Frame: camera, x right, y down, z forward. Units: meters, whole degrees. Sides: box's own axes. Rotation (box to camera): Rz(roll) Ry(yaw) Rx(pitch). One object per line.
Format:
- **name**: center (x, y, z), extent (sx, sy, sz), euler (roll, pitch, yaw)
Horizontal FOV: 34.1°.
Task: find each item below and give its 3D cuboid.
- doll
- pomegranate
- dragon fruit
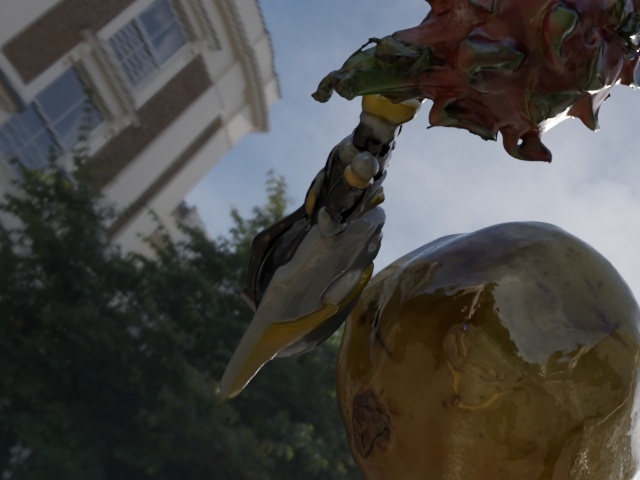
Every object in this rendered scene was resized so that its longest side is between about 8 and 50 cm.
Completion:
- **doll**: center (0.002, -0.002, 0.902), extent (0.103, 0.145, 0.316), euler (16, -60, -19)
- **pomegranate**: center (0.179, 0.141, 1.063), extent (0.332, 0.332, 0.332), euler (24, -38, 20)
- **dragon fruit**: center (0.112, -0.124, 0.715), extent (0.236, 0.135, 0.137), euler (-25, -44, 5)
